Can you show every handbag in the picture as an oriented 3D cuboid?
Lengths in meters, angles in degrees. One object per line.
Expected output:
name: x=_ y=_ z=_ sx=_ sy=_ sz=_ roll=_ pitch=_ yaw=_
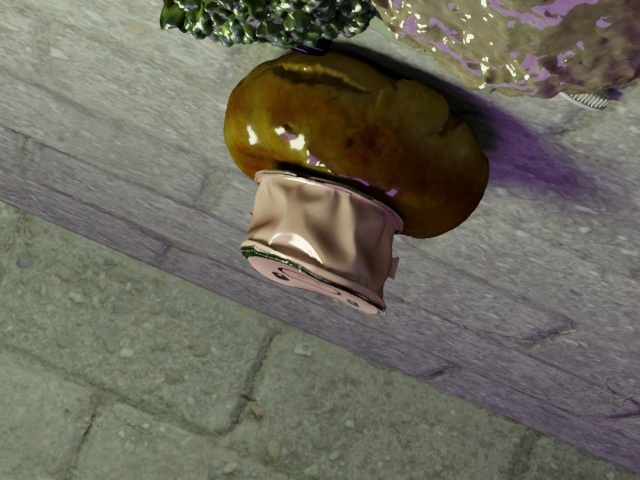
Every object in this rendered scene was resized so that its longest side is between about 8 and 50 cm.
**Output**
handbag: x=-0.001 y=0.001 z=1.673 sx=0.205 sy=0.116 sz=0.179 roll=18 pitch=170 yaw=16

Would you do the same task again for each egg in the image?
egg: x=0.161 y=-0.232 z=0.967 sx=0.310 sy=0.279 sz=0.279 roll=14 pitch=163 yaw=32

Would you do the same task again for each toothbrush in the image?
toothbrush: x=0.177 y=-0.210 z=1.484 sx=0.307 sy=0.025 sz=0.029 roll=23 pitch=157 yaw=-7

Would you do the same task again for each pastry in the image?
pastry: x=0.043 y=-0.117 z=1.747 sx=0.356 sy=0.163 sz=0.356 roll=20 pitch=170 yaw=3

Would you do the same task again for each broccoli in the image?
broccoli: x=-0.028 y=-0.292 z=1.207 sx=0.288 sy=0.245 sz=0.248 roll=-9 pitch=-171 yaw=11

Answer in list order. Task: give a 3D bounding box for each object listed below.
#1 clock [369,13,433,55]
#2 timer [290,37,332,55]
clock: x=0.104 y=-0.253 z=1.362 sx=0.151 sy=0.062 sz=0.191 roll=28 pitch=163 yaw=-21
timer: x=-0.052 y=-0.279 z=1.515 sx=0.144 sy=0.055 sz=0.187 roll=18 pitch=161 yaw=5
